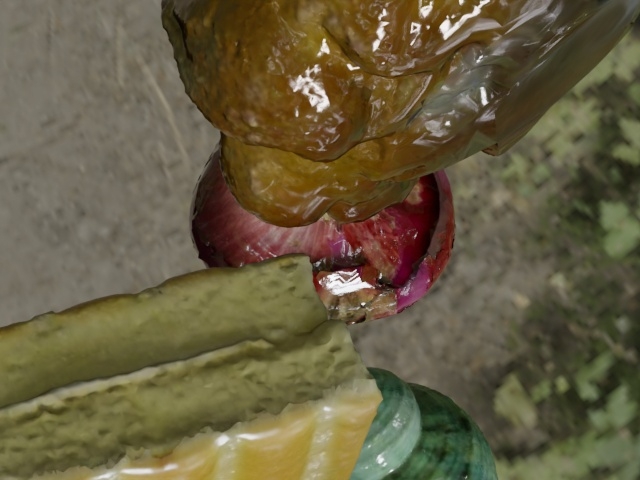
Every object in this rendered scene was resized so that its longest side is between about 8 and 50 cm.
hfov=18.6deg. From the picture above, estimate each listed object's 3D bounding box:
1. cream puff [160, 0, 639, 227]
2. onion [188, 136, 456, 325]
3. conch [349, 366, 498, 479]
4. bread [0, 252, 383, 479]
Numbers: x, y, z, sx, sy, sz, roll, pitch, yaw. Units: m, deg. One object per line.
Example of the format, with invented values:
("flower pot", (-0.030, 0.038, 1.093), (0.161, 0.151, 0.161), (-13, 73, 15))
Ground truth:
("cream puff", (0.048, -0.120, 0.871), (0.269, 0.155, 0.241), (-45, 162, 1))
("onion", (0.000, 0.000, 1.122), (0.150, 0.150, 0.140), (-15, 151, -13))
("conch", (0.060, 0.183, 1.561), (0.188, 0.176, 0.122), (39, 129, -5))
("bread", (-0.115, 0.130, 0.985), (0.239, 0.111, 0.246), (-15, 150, -20))
